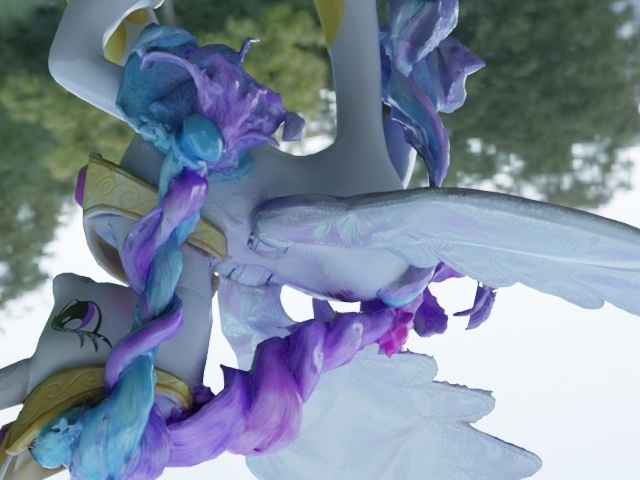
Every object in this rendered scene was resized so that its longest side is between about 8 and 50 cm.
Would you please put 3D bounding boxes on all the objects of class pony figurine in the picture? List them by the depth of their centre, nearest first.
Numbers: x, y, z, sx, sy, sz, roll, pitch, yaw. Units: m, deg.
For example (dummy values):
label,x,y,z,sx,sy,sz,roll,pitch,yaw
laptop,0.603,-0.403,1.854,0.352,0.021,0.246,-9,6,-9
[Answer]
label,x,y,z,sx,sy,sz,roll,pitch,yaw
pony figurine,0.000,0.000,0.628,0.351,0.303,0.363,13,-131,-13
